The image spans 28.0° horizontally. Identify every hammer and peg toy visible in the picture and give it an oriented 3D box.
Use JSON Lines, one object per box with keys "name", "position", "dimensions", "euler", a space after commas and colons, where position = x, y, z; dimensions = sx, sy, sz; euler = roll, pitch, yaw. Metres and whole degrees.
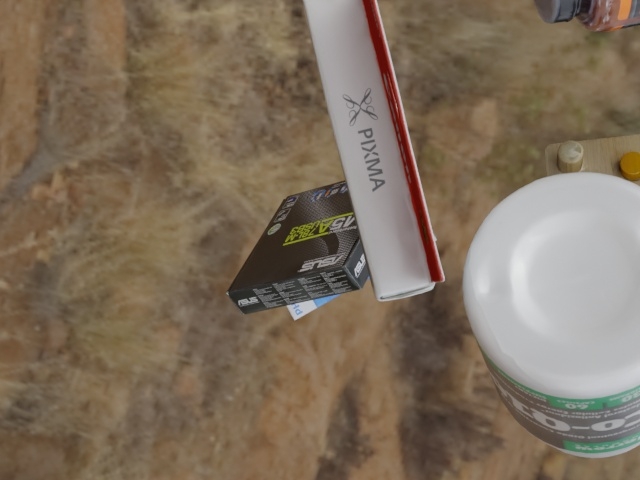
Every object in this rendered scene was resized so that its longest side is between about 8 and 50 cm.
{"name": "hammer and peg toy", "position": [0.470, 0.019, 1.828], "dimensions": [0.127, 0.265, 0.361], "euler": [66, 18, -71]}

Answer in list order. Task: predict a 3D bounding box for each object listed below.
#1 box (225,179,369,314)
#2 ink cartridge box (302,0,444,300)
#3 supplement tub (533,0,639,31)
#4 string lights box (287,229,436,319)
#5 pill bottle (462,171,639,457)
{"name": "box", "position": [0.000, 0.000, 1.543], "dimensions": [0.045, 0.190, 0.184], "euler": [55, 44, -24]}
{"name": "ink cartridge box", "position": [0.042, -0.085, 1.104], "dimensions": [0.239, 0.060, 0.275], "euler": [37, 39, -86]}
{"name": "supplement tub", "position": [0.303, -0.257, 1.217], "dimensions": [0.197, 0.106, 0.106], "euler": [-12, 120, -10]}
{"name": "string lights box", "position": [0.058, 0.029, 2.079], "dimensions": [0.077, 0.259, 0.133], "euler": [60, 6, 1]}
{"name": "pill bottle", "position": [0.258, 0.092, 1.243], "dimensions": [0.204, 0.204, 0.361], "euler": [-68, 159, -14]}
